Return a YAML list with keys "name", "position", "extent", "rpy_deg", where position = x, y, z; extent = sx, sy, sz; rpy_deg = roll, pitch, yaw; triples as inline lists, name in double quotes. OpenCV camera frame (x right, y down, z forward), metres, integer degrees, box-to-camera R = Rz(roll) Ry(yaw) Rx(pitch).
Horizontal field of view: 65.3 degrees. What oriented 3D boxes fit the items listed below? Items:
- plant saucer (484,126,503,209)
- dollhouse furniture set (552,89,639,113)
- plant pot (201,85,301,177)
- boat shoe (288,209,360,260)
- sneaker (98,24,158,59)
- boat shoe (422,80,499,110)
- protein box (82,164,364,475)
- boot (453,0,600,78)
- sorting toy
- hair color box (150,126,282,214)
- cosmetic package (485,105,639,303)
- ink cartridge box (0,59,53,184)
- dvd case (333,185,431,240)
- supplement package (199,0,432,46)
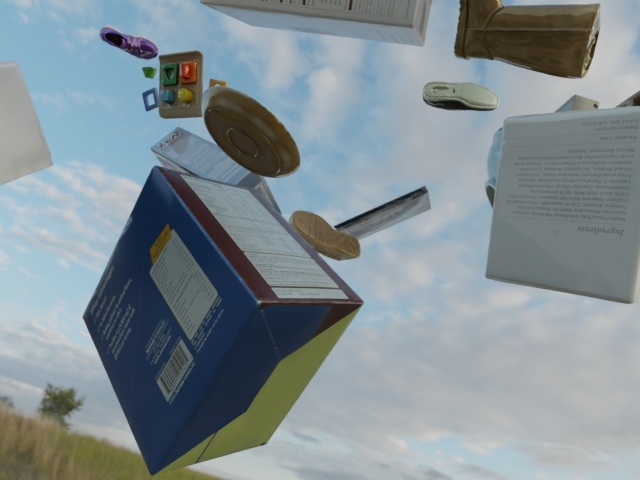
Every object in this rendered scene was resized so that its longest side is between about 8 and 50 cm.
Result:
- name: "plant saucer"
  position: [0.485, -0.071, 1.179]
  extent: [0.101, 0.400, 0.400]
  rpy_deg: [-29, -44, 8]
- name: "dollhouse furniture set"
  position: [0.498, -0.136, 0.866]
  extent: [0.242, 0.212, 0.161]
  rpy_deg: [17, -15, -3]
- name: "plant pot"
  position: [-0.146, -0.202, 0.994]
  extent: [0.236, 0.032, 0.236]
  rpy_deg: [28, -23, 13]
- name: "boat shoe"
  position: [0.000, 0.000, 0.945]
  extent: [0.170, 0.063, 0.059]
  rpy_deg: [29, -40, -32]
- name: "sneaker"
  position: [-0.569, -0.579, 1.484]
  extent: [0.170, 0.071, 0.068]
  rpy_deg: [9, -62, -29]
- name: "boat shoe"
  position: [0.435, -0.442, 1.557]
  extent: [0.233, 0.083, 0.079]
  rpy_deg: [11, -13, 12]
- name: "protein box"
  position: [-0.108, 0.070, 0.495]
  extent: [0.136, 0.201, 0.199]
  rpy_deg: [9, -61, -49]
- name: "boot"
  position: [0.413, -0.459, 0.991]
  extent: [0.270, 0.089, 0.236]
  rpy_deg: [23, -51, 37]
- name: "sorting toy"
  position: [-0.436, -0.476, 1.528]
  extent: [0.348, 0.195, 0.047]
  rpy_deg: [5, 9, 28]
- name: "hair color box"
  position: [-0.291, -0.166, 1.373]
  extent: [0.375, 0.113, 0.185]
  rpy_deg: [30, -24, 37]
- name: "cosmetic package"
  position: [0.293, -0.035, 0.545]
  extent: [0.151, 0.183, 0.152]
  rpy_deg: [4, 4, -42]
- name: "ink cartridge box"
  position: [-0.608, -0.110, 0.620]
  extent: [0.286, 0.395, 0.166]
  rpy_deg: [3, -65, 20]
- name: "dvd case"
  position: [0.151, -0.054, 1.168]
  extent: [0.221, 0.018, 0.164]
  rpy_deg: [-23, -15, 10]
- name: "supplement package"
  position: [0.010, -0.386, 0.694]
  extent: [0.293, 0.177, 0.175]
  rpy_deg: [13, -74, 13]
